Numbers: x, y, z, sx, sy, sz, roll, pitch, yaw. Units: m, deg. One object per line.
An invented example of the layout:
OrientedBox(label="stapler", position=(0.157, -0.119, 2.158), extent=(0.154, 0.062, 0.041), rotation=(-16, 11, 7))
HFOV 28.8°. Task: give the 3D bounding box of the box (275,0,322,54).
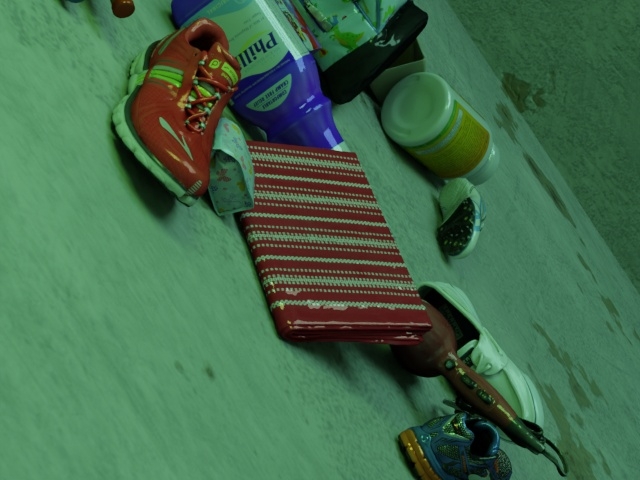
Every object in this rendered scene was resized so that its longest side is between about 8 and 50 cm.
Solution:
OrientedBox(label="box", position=(-0.122, -0.371, 1.770), extent=(0.293, 0.057, 0.201), rotation=(56, 19, -2))

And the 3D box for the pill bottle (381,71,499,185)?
OrientedBox(label="pill bottle", position=(0.223, -0.187, 2.220), extent=(0.245, 0.136, 0.136), rotation=(33, 30, -51))

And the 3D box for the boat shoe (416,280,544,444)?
OrientedBox(label="boat shoe", position=(0.200, 0.164, 1.672), extent=(0.258, 0.095, 0.084), rotation=(53, 16, 26))

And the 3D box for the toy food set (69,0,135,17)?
OrientedBox(label="toy food set", position=(-0.253, -0.322, 1.244), extent=(0.232, 0.111, 0.104), rotation=(88, -19, -60))

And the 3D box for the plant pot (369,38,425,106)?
OrientedBox(label="plant pot", position=(0.132, -0.301, 2.227), extent=(0.109, 0.109, 0.096), rotation=(-103, 177, -48))

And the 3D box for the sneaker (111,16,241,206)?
OrientedBox(label="sneaker", position=(-0.135, -0.147, 1.267), extent=(0.107, 0.118, 0.279), rotation=(44, 22, -33))

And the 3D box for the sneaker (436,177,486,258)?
OrientedBox(label="sneaker", position=(0.246, -0.030, 2.101), extent=(0.086, 0.085, 0.237), rotation=(46, 22, -16))

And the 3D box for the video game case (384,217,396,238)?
OrientedBox(label="video game case", position=(0.066, -0.033, 1.764), extent=(0.087, 0.011, 0.122), rotation=(59, 18, 4))

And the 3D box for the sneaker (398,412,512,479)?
OrientedBox(label="sneaker", position=(0.179, 0.252, 1.457), extent=(0.221, 0.087, 0.083), rotation=(27, 35, -56))

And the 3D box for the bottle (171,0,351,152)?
OrientedBox(label="bottle", position=(-0.066, -0.205, 1.544), extent=(0.283, 0.118, 0.092), rotation=(57, 17, -3))

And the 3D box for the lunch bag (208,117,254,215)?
OrientedBox(label="lunch bag", position=(-0.101, -0.081, 1.326), extent=(0.071, 0.053, 0.083), rotation=(-94, 173, -54))

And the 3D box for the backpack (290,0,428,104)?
OrientedBox(label="backpack", position=(0.009, -0.434, 1.963), extent=(0.355, 0.273, 0.290), rotation=(43, 32, 1))

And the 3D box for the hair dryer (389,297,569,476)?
OrientedBox(label="hair dryer", position=(0.175, 0.154, 1.494), extent=(0.293, 0.080, 0.223), rotation=(42, -12, -22))

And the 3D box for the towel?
OrientedBox(label="towel", position=(0.000, 0.000, 1.400), extent=(0.198, 0.031, 0.275), rotation=(4, 49, -33))
